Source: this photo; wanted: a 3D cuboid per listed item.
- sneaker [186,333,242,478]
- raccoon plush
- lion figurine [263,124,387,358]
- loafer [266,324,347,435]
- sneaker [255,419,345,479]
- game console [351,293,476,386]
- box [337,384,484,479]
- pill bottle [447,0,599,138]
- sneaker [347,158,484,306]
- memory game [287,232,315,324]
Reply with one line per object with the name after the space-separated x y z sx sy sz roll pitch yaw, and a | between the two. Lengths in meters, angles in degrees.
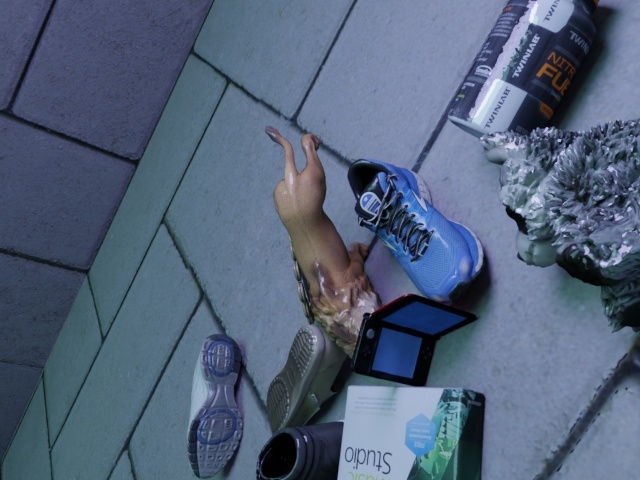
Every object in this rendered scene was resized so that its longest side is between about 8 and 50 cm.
-0.231 0.358 1.321 0.129 0.111 0.297 132 147 -54 | sneaker
0.375 -0.110 0.628 0.446 0.216 0.299 -43 35 24 | raccoon plush
0.000 0.000 0.991 0.142 0.392 0.240 -30 14 13 | lion figurine
-0.022 0.256 1.072 0.102 0.092 0.268 -110 35 -44 | loafer
-0.056 0.415 0.981 0.104 0.147 0.295 32 101 54 | sneaker
0.132 0.144 0.858 0.085 0.144 0.124 4 76 56 | game console
0.111 0.367 0.851 0.232 0.058 0.322 -16 61 51 | box
0.291 -0.252 0.853 0.245 0.130 0.130 -63 34 11 | pill bottle
0.125 -0.022 0.953 0.129 0.147 0.330 -56 37 20 | sneaker
-0.035 0.066 1.137 0.012 0.186 0.186 -13 52 2 | memory game
